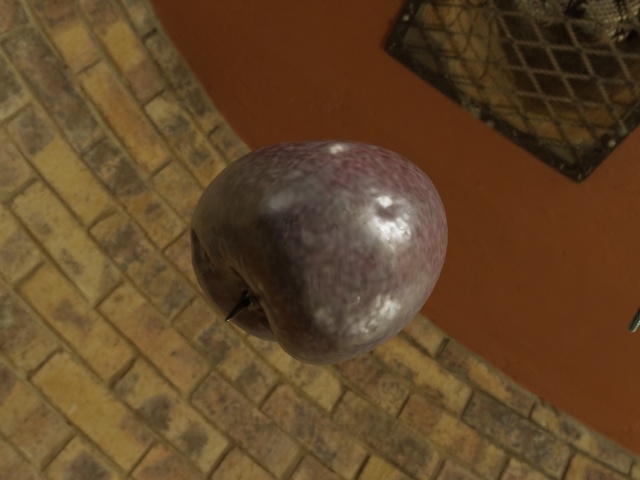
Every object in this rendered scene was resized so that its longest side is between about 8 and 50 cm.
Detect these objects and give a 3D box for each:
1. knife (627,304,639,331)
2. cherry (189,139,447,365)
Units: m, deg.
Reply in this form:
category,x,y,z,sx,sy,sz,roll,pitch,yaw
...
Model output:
category,x,y,z,sx,sy,sz,roll,pitch,yaw
knife,0.492,0.038,1.063,0.015,0.028,0.210,30,-75,23
cherry,0.004,0.000,0.492,0.176,0.176,0.140,2,-55,37
